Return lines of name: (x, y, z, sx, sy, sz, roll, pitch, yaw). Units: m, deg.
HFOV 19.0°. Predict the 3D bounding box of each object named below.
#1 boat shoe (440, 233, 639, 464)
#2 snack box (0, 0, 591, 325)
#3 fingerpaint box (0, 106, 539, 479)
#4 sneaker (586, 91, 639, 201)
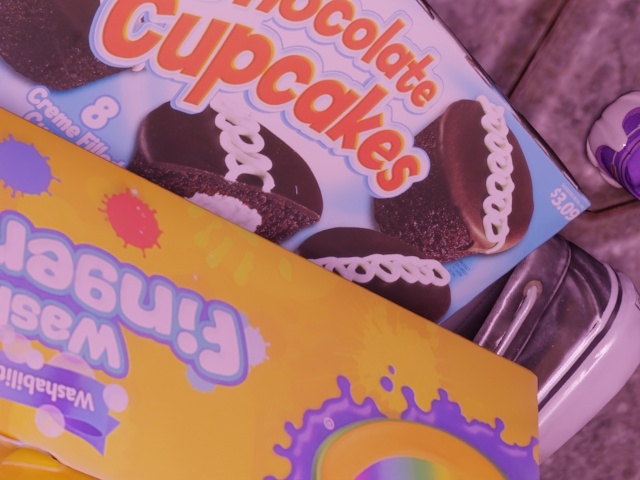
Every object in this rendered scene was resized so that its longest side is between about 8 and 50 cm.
boat shoe: (0.036, 0.122, 1.091, 0.119, 0.121, 0.335, 40, 93, -24)
snack box: (-0.033, -0.065, 0.893, 0.187, 0.060, 0.322, -39, 127, 9)
fingerpaint box: (-0.181, 0.115, 0.894, 0.444, 0.163, 0.371, 26, 138, -27)
sneaker: (0.219, -0.016, 1.073, 0.170, 0.071, 0.068, 26, 110, -29)
